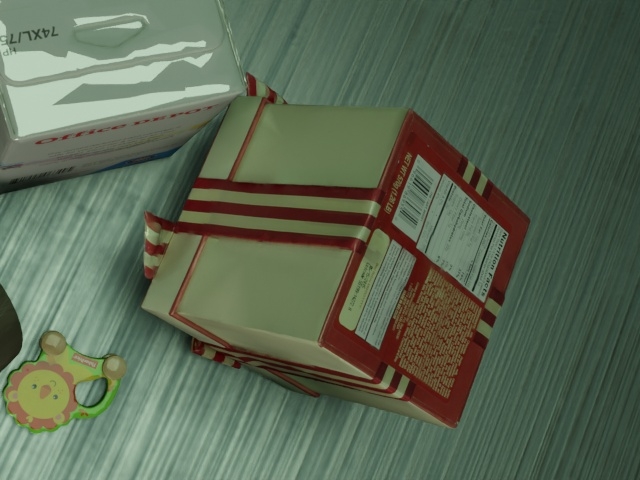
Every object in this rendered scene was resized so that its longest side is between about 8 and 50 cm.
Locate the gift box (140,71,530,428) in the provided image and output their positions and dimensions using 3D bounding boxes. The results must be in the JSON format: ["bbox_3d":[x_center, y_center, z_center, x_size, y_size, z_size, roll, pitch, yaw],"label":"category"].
[{"bbox_3d":[0.000,0.000,1.099,0.276,0.258,0.255,41,66,-41],"label":"gift box"}]

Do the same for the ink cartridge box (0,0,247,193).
[{"bbox_3d":[-0.215,-0.172,1.052,0.198,0.270,0.197,-15,88,-22],"label":"ink cartridge box"}]

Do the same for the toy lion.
[{"bbox_3d":[-0.246,0.140,1.131,0.100,0.034,0.096,23,82,-16],"label":"toy lion"}]

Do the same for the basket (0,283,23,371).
[{"bbox_3d":[-0.377,0.109,0.999,0.204,0.154,0.227,41,51,15],"label":"basket"}]
